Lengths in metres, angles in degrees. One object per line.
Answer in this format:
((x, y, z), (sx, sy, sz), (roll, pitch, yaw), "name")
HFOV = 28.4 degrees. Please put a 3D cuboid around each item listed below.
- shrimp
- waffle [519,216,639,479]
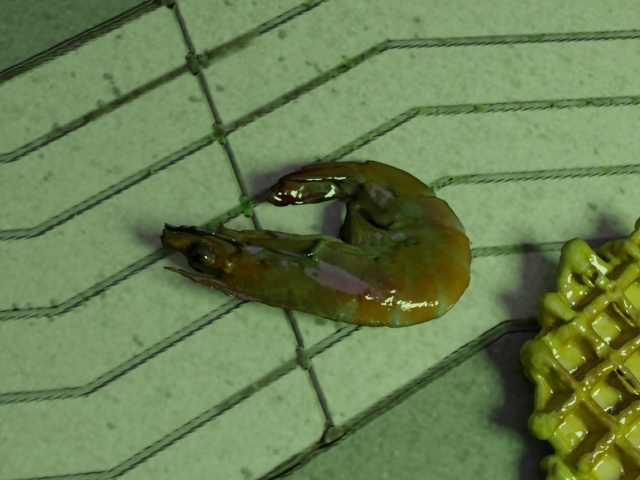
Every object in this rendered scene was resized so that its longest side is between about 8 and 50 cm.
((0.000, 0.000, 0.993), (0.249, 0.068, 0.150), (2, 58, -14), "shrimp")
((0.292, 0.131, 0.991), (0.283, 0.065, 0.309), (4, 73, -6), "waffle")
